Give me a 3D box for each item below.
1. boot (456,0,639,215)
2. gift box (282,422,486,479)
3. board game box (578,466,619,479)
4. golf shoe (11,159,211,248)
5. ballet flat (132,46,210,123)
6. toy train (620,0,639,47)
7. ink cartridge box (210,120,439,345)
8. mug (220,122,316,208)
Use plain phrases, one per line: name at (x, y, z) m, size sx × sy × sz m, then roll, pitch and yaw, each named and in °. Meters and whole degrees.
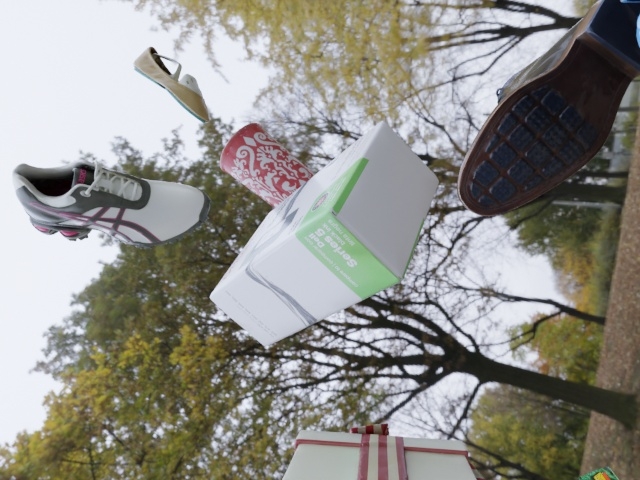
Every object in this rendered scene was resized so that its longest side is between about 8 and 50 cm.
boot at (0.186, -0.104, 0.405) m, size 0.219 × 0.082 × 0.106 m, roll -47°, pitch 1°, yaw -1°
gift box at (0.086, 0.379, 0.553) m, size 0.258 × 0.276 × 0.255 m, roll 35°, pitch -118°, yaw -83°
board game box at (0.225, 0.251, 0.234) m, size 0.136 × 0.030 × 0.260 m, roll 59°, pitch -170°, yaw -9°
golf shoe at (-0.302, -0.057, 0.703) m, size 0.120 × 0.272 × 0.105 m, roll 98°, pitch 169°, yaw -61°
ballet flat at (-0.313, -0.344, 1.035) m, size 0.073 × 0.232 × 0.080 m, roll -53°, pitch -13°, yaw 6°
toy train at (0.231, -0.168, 0.247) m, size 0.184 × 0.080 × 0.105 m, roll -14°, pitch -79°, yaw -86°
ink cartridge box at (0.000, 0.000, 0.631) m, size 0.115 × 0.273 × 0.198 m, roll 43°, pitch -135°, yaw -14°
mug at (-0.082, -0.122, 0.904) m, size 0.113 × 0.169 × 0.150 m, roll -52°, pitch -16°, yaw 4°
